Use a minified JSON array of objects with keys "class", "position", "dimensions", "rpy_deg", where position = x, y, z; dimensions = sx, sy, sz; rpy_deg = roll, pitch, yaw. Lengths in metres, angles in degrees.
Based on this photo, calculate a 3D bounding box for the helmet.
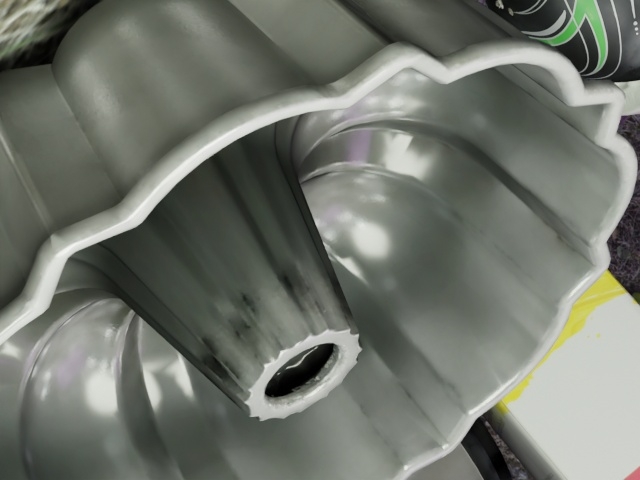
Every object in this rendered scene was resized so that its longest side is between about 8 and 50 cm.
[{"class":"helmet","position":[0.205,-0.194,0.992],"dimensions":[0.169,0.169,0.161],"rpy_deg":[-43,-173,-23]}]

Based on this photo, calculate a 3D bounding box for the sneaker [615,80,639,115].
[{"class":"sneaker","position":[0.324,-0.203,1.316],"dimensions":[0.236,0.130,0.323],"rpy_deg":[-26,-179,-16]}]

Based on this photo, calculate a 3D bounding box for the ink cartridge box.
[{"class":"ink cartridge box","position":[0.234,0.132,1.370],"dimensions":[0.160,0.385,0.279],"rpy_deg":[-39,167,-3]}]

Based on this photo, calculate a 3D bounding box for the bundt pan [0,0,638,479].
[{"class":"bundt pan","position":[-0.036,0.012,0.600],"dimensions":[0.330,0.124,0.331],"rpy_deg":[-25,147,-18]}]

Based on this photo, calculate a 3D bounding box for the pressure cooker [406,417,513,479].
[{"class":"pressure cooker","position":[-0.029,0.271,1.231],"dimensions":[0.369,0.376,0.420],"rpy_deg":[-5,-163,32]}]
